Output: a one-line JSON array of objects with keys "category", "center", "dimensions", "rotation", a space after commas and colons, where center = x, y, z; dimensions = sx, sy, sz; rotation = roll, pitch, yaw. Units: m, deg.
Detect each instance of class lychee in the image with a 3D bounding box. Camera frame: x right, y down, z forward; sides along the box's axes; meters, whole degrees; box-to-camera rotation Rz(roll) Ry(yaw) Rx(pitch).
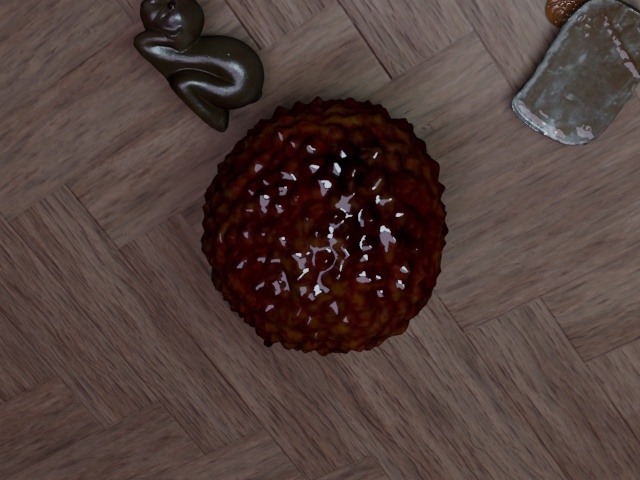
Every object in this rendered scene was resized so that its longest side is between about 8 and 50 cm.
[{"category": "lychee", "center": [0.000, 0.000, 1.714], "dimensions": [0.425, 0.424, 0.499], "rotation": [22, 116, 1]}]

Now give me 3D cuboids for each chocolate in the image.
[{"category": "chocolate", "center": [0.435, -0.281, 1.659], "dimensions": [0.157, 0.080, 0.254], "rotation": [30, 125, -2]}]

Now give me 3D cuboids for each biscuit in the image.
[{"category": "biscuit", "center": [0.410, -0.368, 1.655], "dimensions": [0.091, 0.015, 0.078], "rotation": [11, 119, 7]}]

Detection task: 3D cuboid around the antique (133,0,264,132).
[{"category": "antique", "center": [-0.208, -0.322, 1.760], "dimensions": [0.143, 0.121, 0.257], "rotation": [-39, 104, 20]}]
